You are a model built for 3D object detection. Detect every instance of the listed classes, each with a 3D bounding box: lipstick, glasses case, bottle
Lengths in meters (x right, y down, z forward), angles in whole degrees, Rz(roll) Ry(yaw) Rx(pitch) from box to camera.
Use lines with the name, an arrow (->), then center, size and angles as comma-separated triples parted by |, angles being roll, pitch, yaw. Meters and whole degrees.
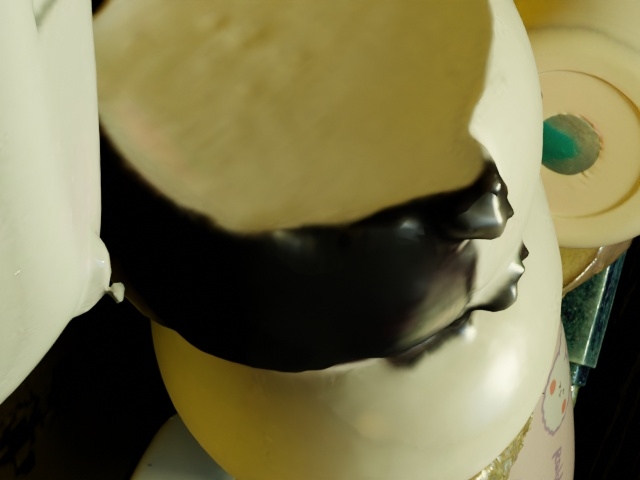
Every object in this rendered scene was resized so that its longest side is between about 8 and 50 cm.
lipstick -> 0.167, 0.144, 1.362 | 0.051, 0.051, 0.312 | 20, 85, -71
glasses case -> 0.121, 0.137, 1.184 | 0.113, 0.075, 0.297 | -56, 151, -33
bottle -> 0.167, -0.112, 1.079 | 0.236, 0.148, 0.147 | -62, 156, -54

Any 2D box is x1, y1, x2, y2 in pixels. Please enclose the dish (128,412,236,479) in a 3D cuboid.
dish -> -0.042, 0.168, 0.785 | 0.191, 0.066, 0.190 | 12, 90, -70

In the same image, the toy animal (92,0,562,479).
toy animal -> 0.007, -0.002, 0.668 | 0.235, 0.165, 0.187 | 70, 20, -52

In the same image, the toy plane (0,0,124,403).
toy plane -> -0.106, -0.058, 0.406 | 0.252, 0.118, 0.252 | 3, 90, -86

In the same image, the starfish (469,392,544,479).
starfish -> 0.038, 0.202, 0.979 | 0.293, 0.084, 0.301 | -50, 154, -49

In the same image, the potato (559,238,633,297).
potato -> 0.191, -0.005, 1.273 | 0.100, 0.089, 0.172 | 69, 37, -61
